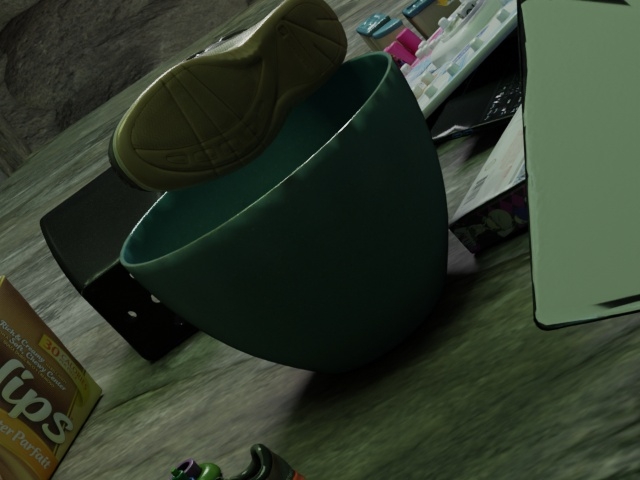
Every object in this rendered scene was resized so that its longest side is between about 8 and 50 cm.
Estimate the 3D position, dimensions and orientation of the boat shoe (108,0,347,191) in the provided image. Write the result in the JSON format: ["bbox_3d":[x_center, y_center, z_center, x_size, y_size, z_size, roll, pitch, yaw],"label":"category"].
[{"bbox_3d":[-0.085,-0.119,1.282,0.092,0.103,0.285,-27,14,49],"label":"boat shoe"}]

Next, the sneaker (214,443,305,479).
[{"bbox_3d":[-0.085,0.214,1.115,0.158,0.065,0.061,-44,16,-20],"label":"sneaker"}]

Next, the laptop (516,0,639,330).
[{"bbox_3d":[0.344,-0.113,0.976,0.382,0.236,0.408,-13,-1,23],"label":"laptop"}]

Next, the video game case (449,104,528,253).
[{"bbox_3d":[0.235,-0.104,1.333,0.210,0.042,0.232,-31,16,40],"label":"video game case"}]

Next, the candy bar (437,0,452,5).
[{"bbox_3d":[0.190,-0.337,1.745,0.161,0.018,0.040,-51,8,-13],"label":"candy bar"}]

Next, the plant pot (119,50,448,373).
[{"bbox_3d":[0.000,0.000,1.293,0.290,0.195,0.290,-35,16,11],"label":"plant pot"}]

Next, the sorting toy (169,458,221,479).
[{"bbox_3d":[-0.125,0.212,1.253,0.061,0.042,0.102,-23,21,42],"label":"sorting toy"}]

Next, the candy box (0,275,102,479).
[{"bbox_3d":[-0.368,0.197,1.572,0.087,0.183,0.316,-29,18,27],"label":"candy box"}]

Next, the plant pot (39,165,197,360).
[{"bbox_3d":[-0.196,0.025,1.714,0.188,0.187,0.167,-35,28,9],"label":"plant pot"}]

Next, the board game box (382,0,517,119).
[{"bbox_3d":[0.173,-0.272,1.785,0.390,0.050,0.390,-46,10,28],"label":"board game box"}]

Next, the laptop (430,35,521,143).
[{"bbox_3d":[0.232,-0.240,1.564,0.264,0.136,0.234,-15,25,29],"label":"laptop"}]

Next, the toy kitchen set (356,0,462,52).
[{"bbox_3d":[0.148,-0.356,2.117,0.207,0.122,0.166,-38,16,-1],"label":"toy kitchen set"}]
